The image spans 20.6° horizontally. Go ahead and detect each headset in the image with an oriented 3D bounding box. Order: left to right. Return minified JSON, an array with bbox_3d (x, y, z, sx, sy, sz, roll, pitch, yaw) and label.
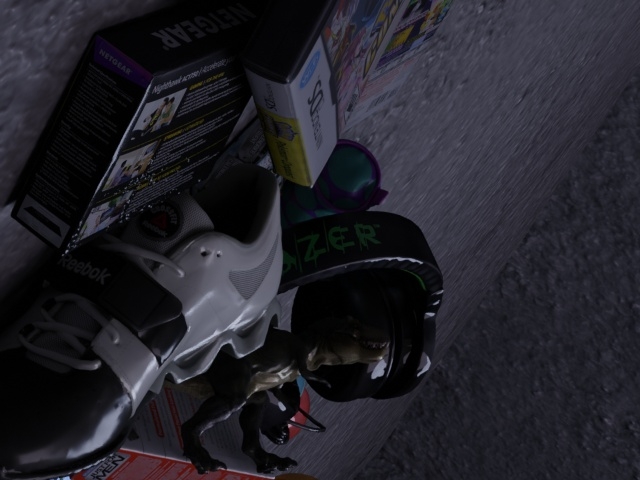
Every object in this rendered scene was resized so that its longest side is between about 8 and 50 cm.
[{"bbox_3d":[-0.033,0.074,1.552,0.243,0.185,0.394,-16,153,-14],"label":"headset"}]

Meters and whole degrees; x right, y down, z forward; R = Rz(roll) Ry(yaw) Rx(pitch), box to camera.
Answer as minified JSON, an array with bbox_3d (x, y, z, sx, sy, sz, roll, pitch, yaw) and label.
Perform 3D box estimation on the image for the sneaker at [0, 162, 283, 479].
[{"bbox_3d":[-0.136,0.037,1.168,0.330,0.122,0.146,-37,144,-51],"label":"sneaker"}]

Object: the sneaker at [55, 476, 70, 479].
[{"bbox_3d":[-0.188,0.187,1.375,0.240,0.091,0.126,-31,155,-26],"label":"sneaker"}]

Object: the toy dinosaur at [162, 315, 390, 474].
[{"bbox_3d":[-0.068,0.118,1.341,0.268,0.118,0.064,-1,165,-30],"label":"toy dinosaur"}]

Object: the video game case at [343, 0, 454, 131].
[{"bbox_3d":[0.051,-0.164,1.473,0.201,0.023,0.183,-35,161,-54],"label":"video game case"}]

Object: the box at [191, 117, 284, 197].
[{"bbox_3d":[-0.063,-0.040,1.386,0.094,0.027,0.137,-48,169,-20],"label":"box"}]

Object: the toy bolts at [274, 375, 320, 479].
[{"bbox_3d":[-0.063,0.208,1.825,0.158,0.218,0.228,94,17,-62],"label":"toy bolts"}]

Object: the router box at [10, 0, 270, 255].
[{"bbox_3d":[-0.098,-0.077,1.062,0.133,0.046,0.179,-59,168,28],"label":"router box"}]

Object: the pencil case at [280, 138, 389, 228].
[{"bbox_3d":[0.001,-0.033,1.487,0.064,0.070,0.151,-52,-176,-23],"label":"pencil case"}]

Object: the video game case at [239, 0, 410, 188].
[{"bbox_3d":[0.035,-0.187,1.139,0.275,0.035,0.248,-62,171,-10],"label":"video game case"}]

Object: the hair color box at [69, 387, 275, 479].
[{"bbox_3d":[-0.123,0.148,1.363,0.167,0.093,0.053,20,129,-41],"label":"hair color box"}]
